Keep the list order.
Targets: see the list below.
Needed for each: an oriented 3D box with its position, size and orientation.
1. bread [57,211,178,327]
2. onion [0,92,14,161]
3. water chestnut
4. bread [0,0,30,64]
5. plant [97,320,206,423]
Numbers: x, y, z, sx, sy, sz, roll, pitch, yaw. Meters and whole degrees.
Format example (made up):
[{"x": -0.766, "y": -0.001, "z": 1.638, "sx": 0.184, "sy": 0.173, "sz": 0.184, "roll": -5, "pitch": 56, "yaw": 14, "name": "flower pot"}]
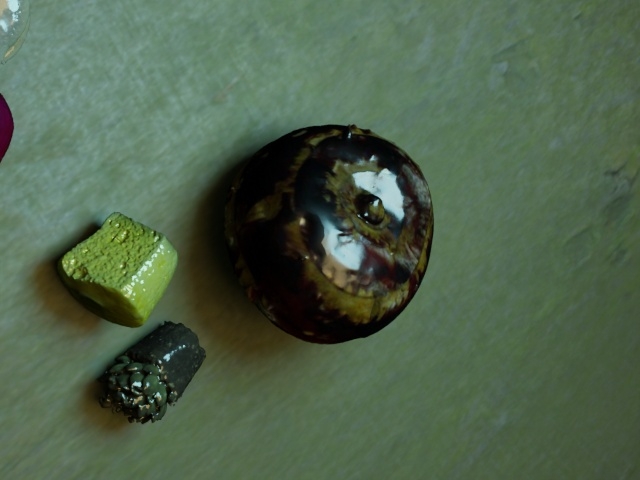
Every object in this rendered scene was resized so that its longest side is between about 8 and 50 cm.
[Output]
[{"x": -0.245, "y": 0.042, "z": 1.708, "sx": 0.114, "sy": 0.129, "sz": 0.111, "roll": -52, "pitch": 156, "yaw": -24, "name": "bread"}, {"x": -0.435, "y": -0.114, "z": 1.552, "sx": 0.173, "sy": 0.135, "sz": 0.198, "roll": 30, "pitch": 79, "yaw": -29, "name": "onion"}, {"x": 0.000, "y": 0.000, "z": 1.806, "sx": 0.300, "sy": 0.300, "sz": 0.300, "roll": -3, "pitch": 96, "yaw": -34, "name": "water chestnut"}, {"x": -0.465, "y": -0.302, "z": 1.465, "sx": 0.337, "sy": 0.102, "sz": 0.183, "roll": 15, "pitch": 95, "yaw": -9, "name": "bread"}, {"x": -0.214, "y": 0.168, "z": 1.759, "sx": 0.143, "sy": 0.094, "sz": 0.092, "roll": -48, "pitch": 133, "yaw": -34, "name": "plant"}]
